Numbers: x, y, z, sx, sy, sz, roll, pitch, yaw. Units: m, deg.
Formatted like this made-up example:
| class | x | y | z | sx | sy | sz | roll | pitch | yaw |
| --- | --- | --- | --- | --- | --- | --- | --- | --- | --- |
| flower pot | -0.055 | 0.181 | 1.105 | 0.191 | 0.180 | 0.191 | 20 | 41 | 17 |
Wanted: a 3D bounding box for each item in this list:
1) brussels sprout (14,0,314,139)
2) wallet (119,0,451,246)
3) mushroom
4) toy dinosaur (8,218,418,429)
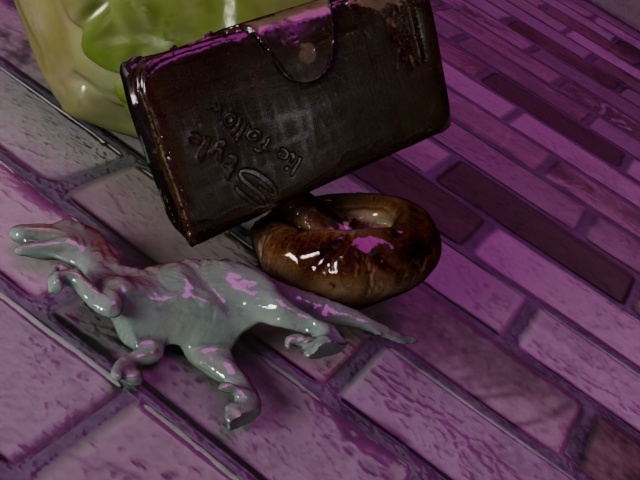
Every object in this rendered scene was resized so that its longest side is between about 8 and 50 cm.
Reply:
| class | x | y | z | sx | sy | sz | roll | pitch | yaw |
| --- | --- | --- | --- | --- | --- | --- | --- | --- | --- |
| brussels sprout | -0.068 | -0.202 | 0.735 | 0.328 | 0.247 | 0.328 | 8 | 75 | -31 |
| wallet | -0.010 | -0.093 | 0.619 | 0.232 | 0.122 | 0.031 | -25 | 20 | -27 |
| mushroom | -0.001 | 0.002 | 0.667 | 0.170 | 0.080 | 0.135 | 13 | 14 | -1 |
| toy dinosaur | -0.053 | 0.039 | 0.580 | 0.242 | 0.053 | 0.167 | -3 | 38 | -33 |
